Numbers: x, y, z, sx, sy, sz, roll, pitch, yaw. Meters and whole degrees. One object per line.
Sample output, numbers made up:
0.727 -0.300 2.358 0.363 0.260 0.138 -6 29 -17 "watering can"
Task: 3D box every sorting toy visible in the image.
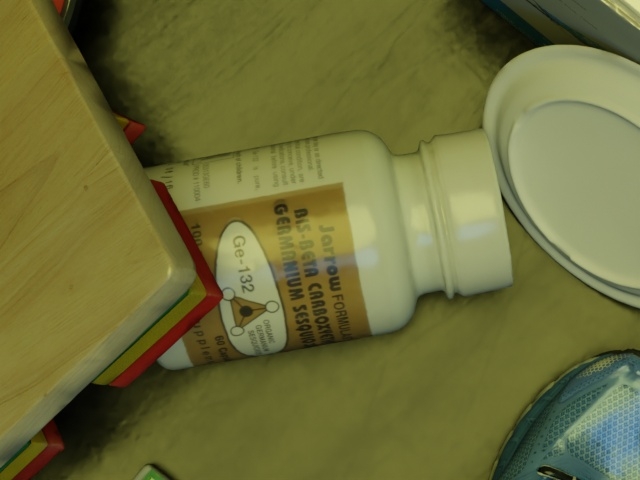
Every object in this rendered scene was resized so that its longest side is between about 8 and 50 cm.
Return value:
-0.195 0.006 1.111 0.257 0.089 0.255 -43 60 22 "sorting toy"

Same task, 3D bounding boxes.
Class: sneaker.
0.134 0.219 1.133 0.129 0.147 0.330 28 87 5 "sneaker"

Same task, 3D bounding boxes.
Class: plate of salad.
0.187 -0.040 1.143 0.200 0.200 0.048 44 57 6 "plate of salad"

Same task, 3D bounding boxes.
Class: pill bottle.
0.000 0.000 1.166 0.229 0.131 0.131 -10 85 2 "pill bottle"

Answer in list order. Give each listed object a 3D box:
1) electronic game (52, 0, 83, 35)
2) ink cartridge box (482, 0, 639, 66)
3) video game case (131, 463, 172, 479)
-0.260 -0.178 1.209 0.229 0.048 0.229 -1 88 16 "electronic game"
0.190 -0.204 1.121 0.168 0.233 0.171 40 89 5 "ink cartridge box"
-0.106 0.287 1.202 0.193 0.023 0.212 40 88 5 "video game case"
